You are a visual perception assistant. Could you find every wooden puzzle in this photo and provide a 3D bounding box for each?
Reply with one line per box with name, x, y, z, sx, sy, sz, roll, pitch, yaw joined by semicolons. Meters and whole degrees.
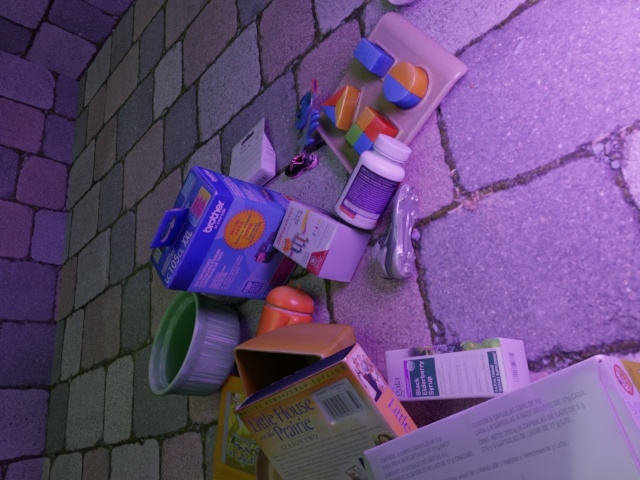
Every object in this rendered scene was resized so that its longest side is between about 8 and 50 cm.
wooden puzzle;0.129;-0.346;1.138;0.347;0.081;0.322;-51;48;24

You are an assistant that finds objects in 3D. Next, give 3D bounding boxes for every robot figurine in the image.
robot figurine;-0.087;0.207;1.171;0.128;0.158;0.219;13;88;25

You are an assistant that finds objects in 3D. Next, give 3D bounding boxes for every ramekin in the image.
ramekin;-0.360;0.301;1.374;0.303;0.148;0.303;-34;44;41

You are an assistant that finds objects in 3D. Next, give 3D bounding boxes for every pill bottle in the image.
pill bottle;0.118;-0.130;1.050;0.108;0.108;0.193;51;124;41

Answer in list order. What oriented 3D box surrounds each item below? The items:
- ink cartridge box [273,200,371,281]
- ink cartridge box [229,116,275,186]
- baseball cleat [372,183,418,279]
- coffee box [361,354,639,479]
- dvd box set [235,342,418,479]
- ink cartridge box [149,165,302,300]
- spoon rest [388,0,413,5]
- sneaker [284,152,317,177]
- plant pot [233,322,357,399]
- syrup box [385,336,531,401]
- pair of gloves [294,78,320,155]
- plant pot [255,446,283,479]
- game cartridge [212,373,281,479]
ink cartridge box;0.000;0.000;1.133;0.176;0.127;0.128;30;102;43
ink cartridge box;-0.216;-0.249;1.502;0.189;0.066;0.232;-34;39;36
baseball cleat;0.155;-0.018;1.027;0.110;0.072;0.205;-11;67;51
coffee box;0.311;0.365;0.562;0.338;0.335;0.337;-38;52;34
dvd box set;0.067;0.415;0.842;0.308;0.062;0.420;-36;89;35
ink cartridge box;-0.232;-0.008;1.184;0.151;0.396;0.269;45;111;43
spoon rest;0.256;-0.617;1.081;0.277;0.084;0.137;12;88;46
sneaker;-0.065;-0.212;1.319;0.119;0.057;0.047;-24;65;41
plant pot;-0.019;0.276;0.989;0.212;0.187;0.212;-3;107;31
syrup box;0.237;0.235;0.851;0.237;0.096;0.093;-19;66;40
pair of gloves;-0.039;-0.330;1.303;0.159;0.023;0.198;126;146;-56
plant pot;-0.041;0.521;1.068;0.237;0.032;0.236;-8;74;29
game cartridge;-0.179;0.523;1.233;0.286;0.053;0.323;-8;72;45
